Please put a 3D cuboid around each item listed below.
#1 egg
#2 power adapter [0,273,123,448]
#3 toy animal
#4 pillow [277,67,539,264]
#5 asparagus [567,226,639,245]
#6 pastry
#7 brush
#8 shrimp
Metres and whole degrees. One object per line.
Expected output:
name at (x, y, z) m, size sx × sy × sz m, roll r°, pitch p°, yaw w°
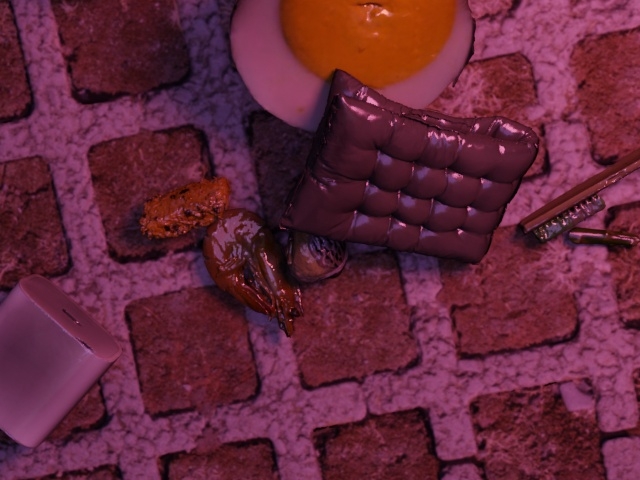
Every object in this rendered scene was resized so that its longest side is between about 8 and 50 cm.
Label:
egg at (0.036, -0.318, 1.578) m, size 0.337 × 0.201 × 0.337 m, roll -3°, pitch 124°, yaw -5°
power adapter at (-0.454, 0.204, 1.725) m, size 0.187 × 0.124 × 0.255 m, roll 42°, pitch 99°, yaw 1°
toy animal at (0.000, 0.000, 1.672) m, size 0.098 × 0.098 × 0.137 m, roll 15°, pitch 116°, yaw 3°
pillow at (0.126, -0.090, 1.581) m, size 0.326 × 0.101 × 0.228 m, roll 12°, pitch 123°, yaw -18°
asparagus at (0.419, -0.004, 1.675) m, size 0.108 × 0.021 × 0.025 m, roll 5°, pitch 102°, yaw 4°
pastry at (-0.201, -0.049, 1.699) m, size 0.140 × 0.080 × 0.056 m, roll -12°, pitch 137°, yaw 10°
brush at (0.421, -0.080, 1.650) m, size 0.282 × 0.054 × 0.048 m, roll -33°, pitch 102°, yaw 8°
shrimp at (-0.100, 0.054, 1.712) m, size 0.115 × 0.051 × 0.217 m, roll -29°, pitch 92°, yaw 12°
